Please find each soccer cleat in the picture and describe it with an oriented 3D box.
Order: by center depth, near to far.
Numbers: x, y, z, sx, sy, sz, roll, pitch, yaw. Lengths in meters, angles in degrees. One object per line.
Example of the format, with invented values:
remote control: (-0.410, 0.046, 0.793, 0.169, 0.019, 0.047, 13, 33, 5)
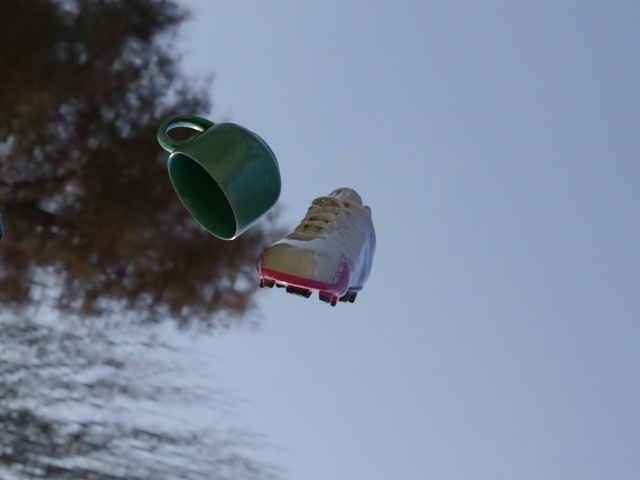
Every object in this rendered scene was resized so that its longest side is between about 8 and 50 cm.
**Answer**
soccer cleat: (0.000, 0.000, 1.826, 0.331, 0.116, 0.143, 6, 97, -81)

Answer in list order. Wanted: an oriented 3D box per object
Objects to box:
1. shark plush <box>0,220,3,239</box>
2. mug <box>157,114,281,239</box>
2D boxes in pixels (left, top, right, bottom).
shark plush: (-0.291, -0.060, 1.220, 0.073, 0.067, 0.161, -1, -126, 14)
mug: (-0.116, -0.092, 1.843, 0.097, 0.157, 0.129, -37, -157, -26)
